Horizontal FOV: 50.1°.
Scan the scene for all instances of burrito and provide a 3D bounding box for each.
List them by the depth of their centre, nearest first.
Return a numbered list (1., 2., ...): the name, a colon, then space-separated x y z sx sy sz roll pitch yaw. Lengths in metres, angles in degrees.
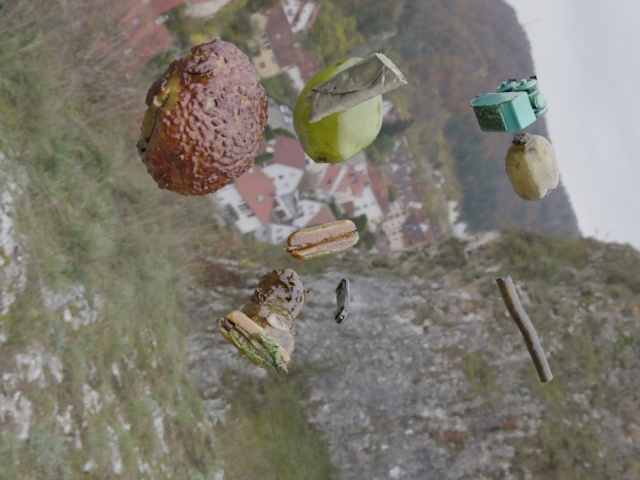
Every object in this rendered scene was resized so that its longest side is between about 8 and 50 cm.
1. burrito: 0.059 -0.298 1.343 0.060 0.226 0.087 18 56 -54

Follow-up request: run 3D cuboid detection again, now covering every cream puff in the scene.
1. cream puff: -0.232 -0.241 1.443 0.228 0.350 0.350 30 11 9

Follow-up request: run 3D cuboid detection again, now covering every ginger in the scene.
1. ginger: -0.135 0.207 1.922 0.418 0.176 0.254 -85 -161 -78

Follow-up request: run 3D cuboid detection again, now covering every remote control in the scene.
1. remote control: 0.064 0.173 1.988 0.028 0.059 0.212 33 18 -10

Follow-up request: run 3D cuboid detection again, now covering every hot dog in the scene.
1. hot dog: -0.098 0.155 1.027 0.133 0.056 0.041 39 21 -11
2. hot dog: 0.000 0.000 1.963 0.062 0.235 0.092 155 -77 -67

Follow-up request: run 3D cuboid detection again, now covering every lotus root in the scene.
1. lotus root: 0.666 -0.233 2.156 0.160 0.146 0.284 -53 135 -17

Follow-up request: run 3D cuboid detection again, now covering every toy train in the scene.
1. toy train: 0.529 -0.375 1.920 0.112 0.163 0.203 61 -16 -18

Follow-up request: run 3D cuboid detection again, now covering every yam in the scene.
1. yam: 0.583 0.252 1.956 0.045 0.045 0.327 -24 91 -45

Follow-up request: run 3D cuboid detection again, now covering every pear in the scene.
1. pear: 0.048 -0.308 1.634 0.269 0.212 0.212 -68 155 -10
